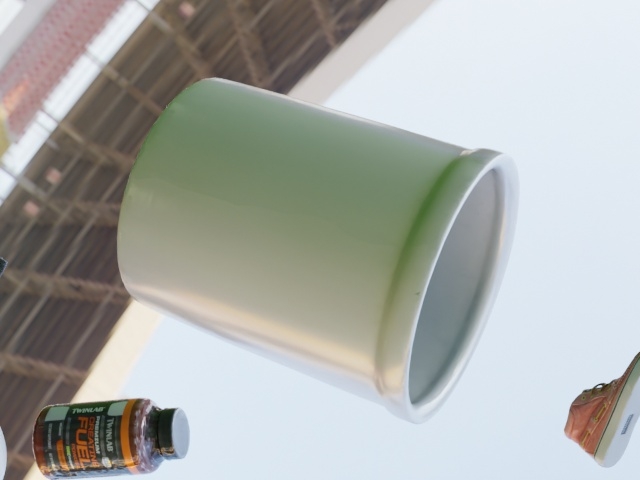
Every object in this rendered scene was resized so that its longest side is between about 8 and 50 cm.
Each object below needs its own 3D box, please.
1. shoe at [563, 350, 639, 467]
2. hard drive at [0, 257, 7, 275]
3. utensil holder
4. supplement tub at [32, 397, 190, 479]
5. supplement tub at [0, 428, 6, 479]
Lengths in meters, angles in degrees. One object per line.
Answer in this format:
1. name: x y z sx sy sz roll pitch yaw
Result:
1. shoe: 0.384 0.206 1.781 0.081 0.063 0.178 36 -66 40
2. hard drive: -0.592 0.086 1.968 0.255 0.172 0.054 -53 -177 -1
3. utensil holder: 0.000 0.000 1.616 0.385 0.328 0.328 19 -114 22
4. supplement tub: -0.279 0.266 1.819 0.197 0.106 0.106 -7 -139 14
5. supplement tub: -0.519 0.260 1.771 0.191 0.191 0.272 -53 -162 -6
